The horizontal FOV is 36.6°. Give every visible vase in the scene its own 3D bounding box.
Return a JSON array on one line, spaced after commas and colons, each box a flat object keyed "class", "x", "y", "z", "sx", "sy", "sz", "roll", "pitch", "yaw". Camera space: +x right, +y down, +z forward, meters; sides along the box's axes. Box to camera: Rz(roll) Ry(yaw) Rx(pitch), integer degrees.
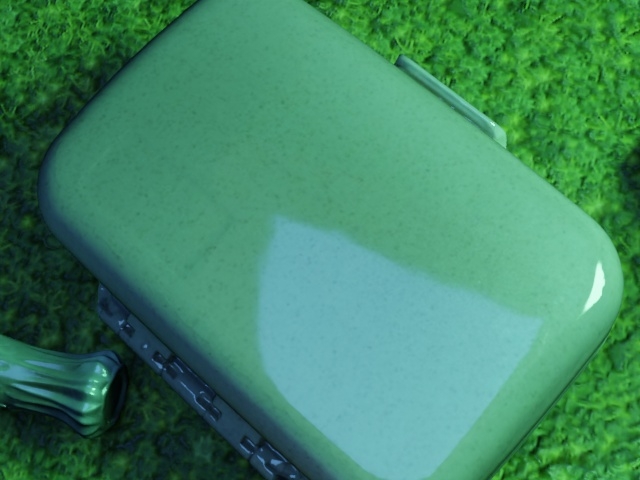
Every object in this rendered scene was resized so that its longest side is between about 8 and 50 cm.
[{"class": "vase", "x": -0.214, "y": 0.096, "z": 0.682, "sx": 0.149, "sy": 0.081, "sz": 0.081, "roll": 12, "pitch": 73, "yaw": 6}]

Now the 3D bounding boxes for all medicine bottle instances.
[{"class": "medicine bottle", "x": 0.000, "y": 0.000, "z": 0.662, "sx": 0.375, "sy": 0.123, "sz": 0.282, "roll": 40, "pitch": 78, "yaw": 18}]
